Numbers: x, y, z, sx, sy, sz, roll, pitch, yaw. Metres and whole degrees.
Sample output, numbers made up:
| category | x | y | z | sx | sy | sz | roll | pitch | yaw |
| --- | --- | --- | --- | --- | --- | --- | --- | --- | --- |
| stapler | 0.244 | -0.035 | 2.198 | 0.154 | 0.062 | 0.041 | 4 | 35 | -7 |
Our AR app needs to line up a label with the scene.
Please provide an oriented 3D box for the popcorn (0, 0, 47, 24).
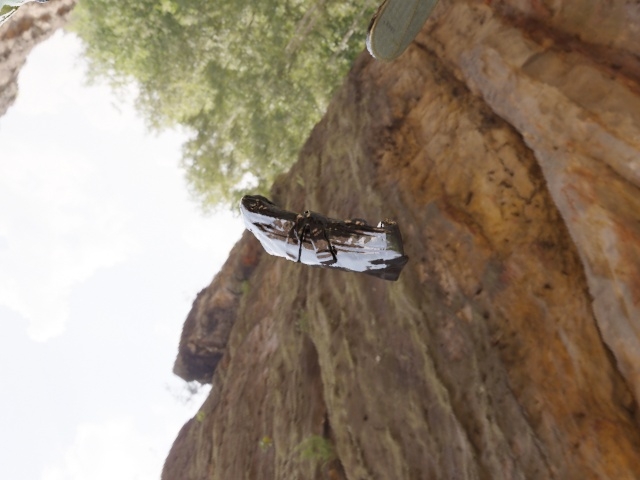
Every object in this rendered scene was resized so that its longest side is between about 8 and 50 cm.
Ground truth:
| category | x | y | z | sx | sy | sz | roll | pitch | yaw |
| --- | --- | --- | --- | --- | --- | --- | --- | --- | --- |
| popcorn | -0.457 | -0.375 | 0.751 | 0.292 | 0.293 | 0.237 | 31 | -166 | -20 |

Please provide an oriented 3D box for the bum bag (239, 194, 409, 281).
| category | x | y | z | sx | sy | sz | roll | pitch | yaw |
| --- | --- | --- | --- | --- | --- | --- | --- | --- | --- |
| bum bag | 0.000 | 0.000 | 1.143 | 0.340 | 0.144 | 0.095 | 11 | -134 | 25 |

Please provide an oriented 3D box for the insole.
| category | x | y | z | sx | sy | sz | roll | pitch | yaw |
| --- | --- | --- | --- | --- | --- | --- | --- | --- | --- |
| insole | 0.167 | -0.377 | 0.782 | 0.009 | 0.348 | 0.119 | 41 | -169 | 36 |
